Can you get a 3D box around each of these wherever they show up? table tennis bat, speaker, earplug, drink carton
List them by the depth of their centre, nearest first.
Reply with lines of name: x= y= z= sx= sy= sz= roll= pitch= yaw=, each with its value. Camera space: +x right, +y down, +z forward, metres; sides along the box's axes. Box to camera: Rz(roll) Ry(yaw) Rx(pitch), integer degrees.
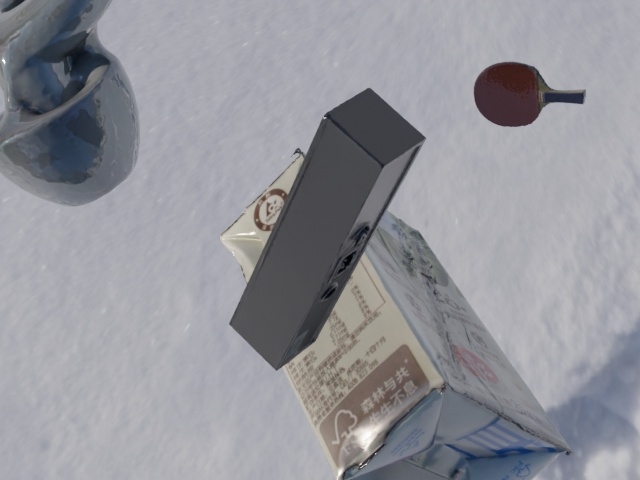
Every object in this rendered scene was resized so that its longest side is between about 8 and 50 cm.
speaker: x=0.000 y=0.000 z=0.737 sx=0.046 sy=0.040 sz=0.191 roll=43 pitch=139 yaw=15
table tennis bat: x=0.152 y=-0.106 z=0.952 sx=0.083 sy=0.007 sz=0.050 roll=5 pitch=115 yaw=24
drink carton: x=0.057 y=0.090 z=1.158 sx=0.132 sy=0.324 sz=0.194 roll=-44 pitch=133 yaw=14
earplug: x=-0.290 y=-0.199 z=1.454 sx=0.214 sy=0.175 sz=0.325 roll=-15 pitch=73 yaw=39
